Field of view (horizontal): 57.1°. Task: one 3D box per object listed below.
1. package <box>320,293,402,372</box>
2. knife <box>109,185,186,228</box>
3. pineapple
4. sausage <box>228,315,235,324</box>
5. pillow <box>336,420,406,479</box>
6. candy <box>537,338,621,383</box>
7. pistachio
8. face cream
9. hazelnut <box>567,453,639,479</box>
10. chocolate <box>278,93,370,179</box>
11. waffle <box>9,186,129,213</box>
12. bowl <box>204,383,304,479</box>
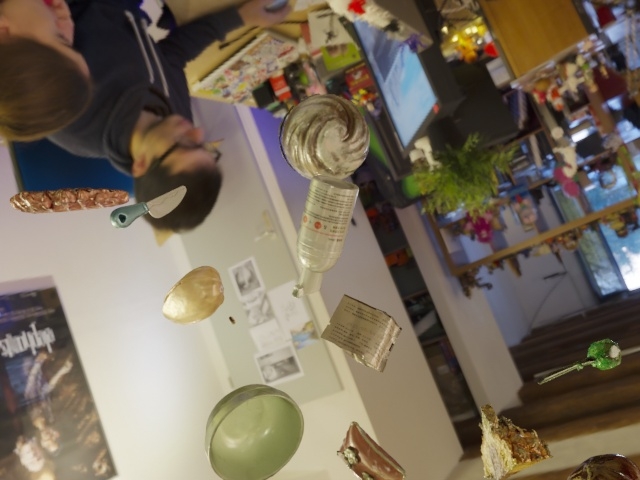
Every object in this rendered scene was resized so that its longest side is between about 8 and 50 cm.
[{"bbox_3d":[0.154,0.325,2.101,0.204,0.250,0.062,-58,176,-33],"label":"package"},{"bbox_3d":[-0.421,-0.082,1.477,0.032,0.058,0.244,-18,-173,40],"label":"knife"},{"bbox_3d":[0.454,0.467,1.391,0.139,0.164,0.250,-12,146,-7],"label":"pineapple"},{"bbox_3d":[-0.260,0.234,1.727,0.015,0.015,0.100,-20,-175,-13],"label":"sausage"},{"bbox_3d":[0.119,0.551,1.447,0.075,0.179,0.171,-34,151,-36],"label":"pillow"},{"bbox_3d":[0.781,0.379,1.784,0.323,0.097,0.097,-13,169,-22],"label":"candy"},{"bbox_3d":[-0.488,0.219,2.256,0.318,0.194,0.213,-35,139,30],"label":"pistachio"},{"bbox_3d":[0.000,0.000,1.763,0.145,0.370,0.145,14,-163,-4],"label":"face cream"},{"bbox_3d":[0.870,0.751,1.775,0.229,0.230,0.229,-21,172,-3],"label":"hazelnut"},{"bbox_3d":[0.026,-0.329,1.851,0.303,0.303,0.213,-21,-171,-7],"label":"chocolate"},{"bbox_3d":[-0.569,-0.089,1.326,0.234,0.056,0.221,0,-176,24],"label":"waffle"},{"bbox_3d":[-0.216,0.570,1.805,0.307,0.307,0.163,-18,-152,-22],"label":"bowl"}]
